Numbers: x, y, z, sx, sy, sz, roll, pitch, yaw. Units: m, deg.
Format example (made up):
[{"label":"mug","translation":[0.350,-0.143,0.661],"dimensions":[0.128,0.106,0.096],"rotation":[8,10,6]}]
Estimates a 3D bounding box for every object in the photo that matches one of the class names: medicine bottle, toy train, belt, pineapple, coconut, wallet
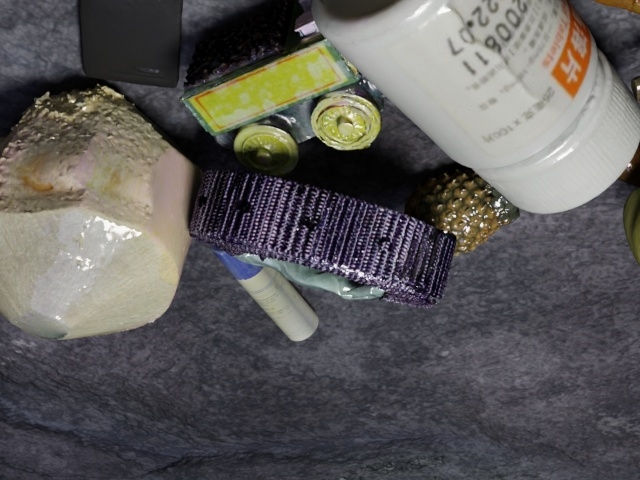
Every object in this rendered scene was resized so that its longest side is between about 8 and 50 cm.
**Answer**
[{"label":"medicine bottle","translation":[0.179,-0.198,1.188],"dimensions":[0.211,0.211,0.371],"rotation":[-26,137,30]},{"label":"toy train","translation":[-0.034,-0.186,1.301],"dimensions":[0.261,0.134,0.177],"rotation":[-19,129,27]},{"label":"belt","translation":[0.000,0.000,1.352],"dimensions":[0.325,0.122,0.260],"rotation":[14,175,6]},{"label":"pineapple","translation":[0.234,-0.067,1.431],"dimensions":[0.251,0.125,0.125],"rotation":[-30,129,27]},{"label":"coconut","translation":[-0.306,-0.017,1.381],"dimensions":[0.298,0.309,0.297],"rotation":[4,138,4]},{"label":"medicine bottle","translation":[-0.081,0.065,1.644],"dimensions":[0.059,0.059,0.231],"rotation":[-16,134,23]},{"label":"wallet","translation":[-0.223,-0.278,1.291],"dimensions":[0.124,0.025,0.244],"rotation":[8,139,-3]}]

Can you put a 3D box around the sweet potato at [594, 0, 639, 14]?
[{"label":"sweet potato","translation":[0.403,-0.279,1.165],"dimensions":[0.355,0.106,0.095],"rotation":[-1,173,6]}]

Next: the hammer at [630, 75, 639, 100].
[{"label":"hammer","translation":[0.521,-0.222,1.196],"dimensions":[0.366,0.043,0.111],"rotation":[-18,151,9]}]

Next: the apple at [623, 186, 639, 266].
[{"label":"apple","translation":[0.511,-0.034,1.257],"dimensions":[0.258,0.233,0.295],"rotation":[32,103,0]}]

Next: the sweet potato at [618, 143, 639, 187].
[{"label":"sweet potato","translation":[0.532,-0.047,1.421],"dimensions":[0.385,0.109,0.109],"rotation":[30,135,-9]}]
